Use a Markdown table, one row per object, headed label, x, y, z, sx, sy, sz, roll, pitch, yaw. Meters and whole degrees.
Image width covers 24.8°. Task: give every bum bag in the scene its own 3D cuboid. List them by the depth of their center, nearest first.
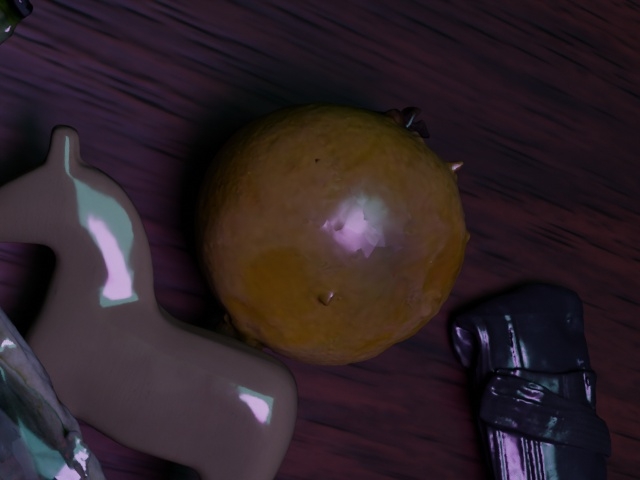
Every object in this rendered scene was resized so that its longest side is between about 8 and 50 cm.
| label | x | y | z | sx | sy | sz | roll | pitch | yaw |
| --- | --- | --- | --- | --- | --- | --- | --- | --- | --- |
| bum bag | 0.164 | 0.157 | 1.083 | 0.123 | 0.060 | 0.248 | -11 | 99 | -33 |

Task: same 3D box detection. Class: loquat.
| label | x | y | z | sx | sy | sz | roll | pitch | yaw |
| --- | --- | --- | --- | --- | --- | --- | --- | --- | --- |
| loquat | 0.000 | 0.000 | 0.909 | 0.172 | 0.149 | 0.204 | 36 | 98 | -35 |

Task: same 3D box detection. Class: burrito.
| label | x | y | z | sx | sy | sz | roll | pitch | yaw |
| --- | --- | --- | --- | --- | --- | --- | --- | --- | --- |
| burrito | -0.175 | 0.115 | 0.802 | 0.096 | 0.066 | 0.309 | -34 | 91 | 8 |

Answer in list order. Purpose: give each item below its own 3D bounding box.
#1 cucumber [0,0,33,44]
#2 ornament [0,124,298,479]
| label | x | y | z | sx | sy | sz | roll | pitch | yaw |
| --- | --- | --- | --- | --- | --- | --- | --- | --- | --- |
| cucumber | -0.251 | -0.163 | 0.771 | 0.115 | 0.086 | 0.193 | -37 | 125 | 24 |
| ornament | -0.123 | 0.075 | 0.858 | 0.230 | 0.061 | 0.245 | 23 | 100 | -6 |
